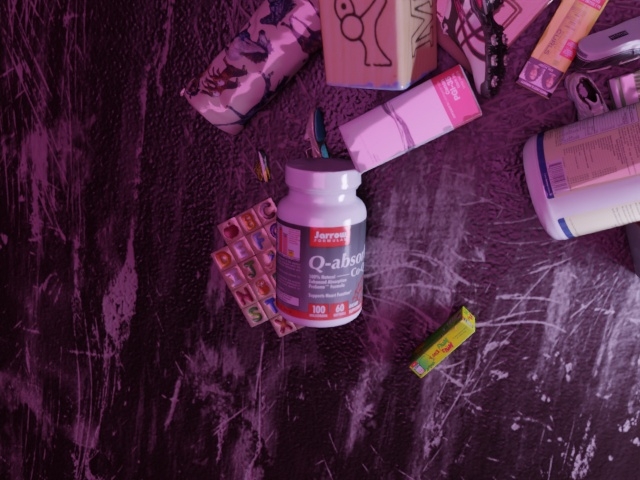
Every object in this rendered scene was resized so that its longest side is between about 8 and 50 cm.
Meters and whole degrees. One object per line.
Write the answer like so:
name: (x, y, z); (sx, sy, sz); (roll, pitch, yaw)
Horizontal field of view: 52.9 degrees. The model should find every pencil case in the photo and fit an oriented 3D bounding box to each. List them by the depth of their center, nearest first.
pencil case: (-0.142, -0.424, 1.473); (0.410, 0.160, 0.183); (-43, 82, 19)

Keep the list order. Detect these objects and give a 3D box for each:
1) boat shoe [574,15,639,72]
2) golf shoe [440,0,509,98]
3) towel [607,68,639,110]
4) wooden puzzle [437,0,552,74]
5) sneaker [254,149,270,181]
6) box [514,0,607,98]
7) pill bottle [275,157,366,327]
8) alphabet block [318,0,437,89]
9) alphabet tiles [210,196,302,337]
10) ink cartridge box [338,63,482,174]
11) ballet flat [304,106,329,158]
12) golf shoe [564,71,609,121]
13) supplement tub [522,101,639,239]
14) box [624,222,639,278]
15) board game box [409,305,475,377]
boat shoe: (0.633, -0.406, 1.340); (0.220, 0.070, 0.077); (-15, 56, -1)
golf shoe: (0.319, -0.428, 1.338); (0.120, 0.105, 0.272); (-1, 102, 35)
towel: (0.800, -0.281, 1.355); (0.325, 0.038, 0.247); (-16, 101, 15)
wooden puzzle: (0.342, -0.583, 1.366); (0.322, 0.080, 0.348); (43, 114, 0)
sneaker: (-0.151, -0.183, 1.604); (0.035, 0.031, 0.083); (-9, 102, 16)
box: (0.512, -0.424, 1.372); (0.087, 0.058, 0.232); (30, 108, 5)
pill bottle: (0.000, 0.000, 1.501); (0.210, 0.210, 0.362); (5, 109, 12)
alphabet block: (0.125, -0.439, 1.347); (0.193, 0.193, 0.197); (11, 123, 28)
alphabet tiles: (-0.117, 0.074, 1.673); (0.285, 0.011, 0.342); (-26, 97, 18)
ink cartridge box: (0.200, -0.264, 1.407); (0.283, 0.207, 0.117); (-24, 96, 17)
ballet flat: (-0.015, -0.233, 1.548); (0.052, 0.057, 0.168); (-5, 103, 24)
golf shoe: (0.582, -0.280, 1.379); (0.069, 0.086, 0.176); (-33, 96, 17)
supplement tub: (0.602, -0.146, 1.300); (0.325, 0.235, 0.235); (-15, 100, 30)
box: (0.837, -0.012, 1.320); (0.346, 0.215, 0.168); (-16, 100, 16)
board game box: (0.298, 0.249, 1.577); (0.043, 0.092, 0.181); (44, 109, 0)
